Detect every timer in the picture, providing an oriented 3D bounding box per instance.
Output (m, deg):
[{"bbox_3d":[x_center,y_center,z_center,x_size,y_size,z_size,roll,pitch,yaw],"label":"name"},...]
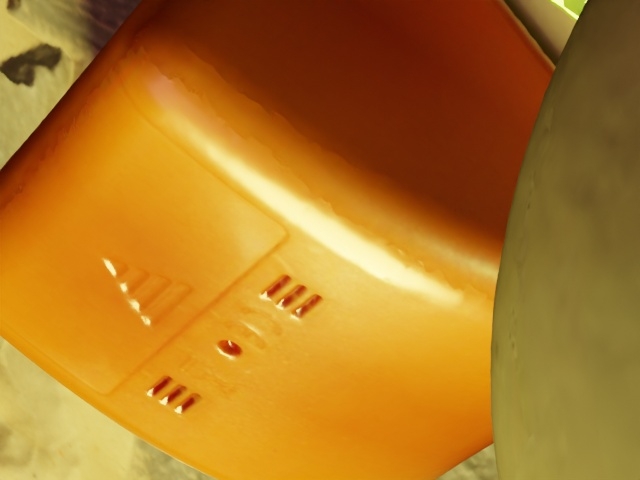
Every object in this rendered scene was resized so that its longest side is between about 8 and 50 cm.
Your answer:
[{"bbox_3d":[0.000,0.000,0.846,0.250,0.161,0.257,40,140,-8],"label":"timer"}]

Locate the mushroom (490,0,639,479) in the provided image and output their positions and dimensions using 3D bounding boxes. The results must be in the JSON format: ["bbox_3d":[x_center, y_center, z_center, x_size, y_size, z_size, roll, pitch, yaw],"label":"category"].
[{"bbox_3d":[0.215,0.027,0.425,0.362,0.294,0.362,0,103,2],"label":"mushroom"}]

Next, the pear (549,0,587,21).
[{"bbox_3d":[0.103,-0.187,0.496,0.239,0.139,0.288,10,129,-1],"label":"pear"}]
